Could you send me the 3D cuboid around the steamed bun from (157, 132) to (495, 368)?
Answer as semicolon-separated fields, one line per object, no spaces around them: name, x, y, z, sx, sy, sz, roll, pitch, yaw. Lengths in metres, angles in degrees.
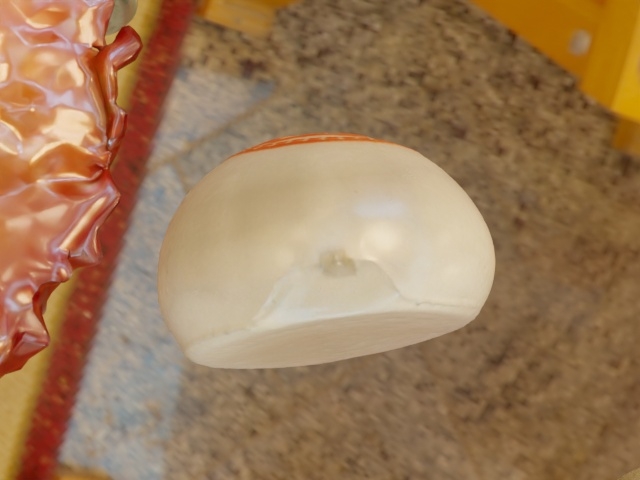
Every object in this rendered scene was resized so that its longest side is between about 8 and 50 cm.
steamed bun;0.000;0.000;1.291;0.232;0.232;0.145;-2;76;-28

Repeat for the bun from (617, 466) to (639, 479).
bun;0.258;0.250;0.885;0.213;0.361;0.361;-28;116;-9

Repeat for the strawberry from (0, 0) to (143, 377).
strawberry;-0.181;-0.020;0.554;0.234;0.178;0.233;4;72;-13

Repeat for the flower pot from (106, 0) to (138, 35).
flower pot;-0.167;-0.292;1.262;0.307;0.307;0.244;41;70;-31
